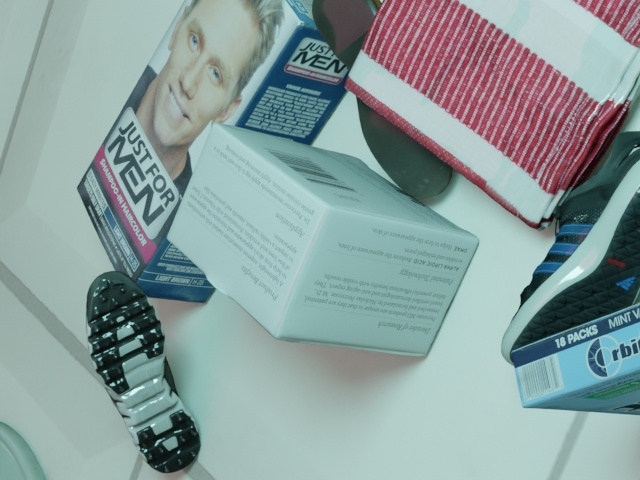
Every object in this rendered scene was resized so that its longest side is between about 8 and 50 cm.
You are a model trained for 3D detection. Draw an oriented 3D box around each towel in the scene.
[{"bbox_3d":[0.170,-0.202,1.020,0.237,0.037,0.329,41,113,28],"label":"towel"}]

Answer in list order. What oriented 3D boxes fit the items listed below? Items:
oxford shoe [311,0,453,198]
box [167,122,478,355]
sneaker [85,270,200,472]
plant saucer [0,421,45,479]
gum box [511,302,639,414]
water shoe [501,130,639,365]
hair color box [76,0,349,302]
[{"bbox_3d":[0.069,-0.136,1.158,0.076,0.076,0.212,-27,79,26],"label":"oxford shoe"},{"bbox_3d":[0.000,0.000,1.121,0.181,0.182,0.119,38,110,45],"label":"box"},{"bbox_3d":[-0.195,0.124,1.340,0.106,0.078,0.234,41,152,56],"label":"sneaker"},{"bbox_3d":[-0.467,0.422,1.643,0.400,0.100,0.400,-12,74,47],"label":"plant saucer"},{"bbox_3d":[0.241,0.073,0.830,0.157,0.184,0.041,-28,63,42],"label":"gum box"},{"bbox_3d":[0.204,0.011,0.987,0.203,0.073,0.080,-54,26,22],"label":"water shoe"},{"bbox_3d":[-0.106,-0.120,1.320,0.347,0.105,0.174,-55,48,26],"label":"hair color box"}]
